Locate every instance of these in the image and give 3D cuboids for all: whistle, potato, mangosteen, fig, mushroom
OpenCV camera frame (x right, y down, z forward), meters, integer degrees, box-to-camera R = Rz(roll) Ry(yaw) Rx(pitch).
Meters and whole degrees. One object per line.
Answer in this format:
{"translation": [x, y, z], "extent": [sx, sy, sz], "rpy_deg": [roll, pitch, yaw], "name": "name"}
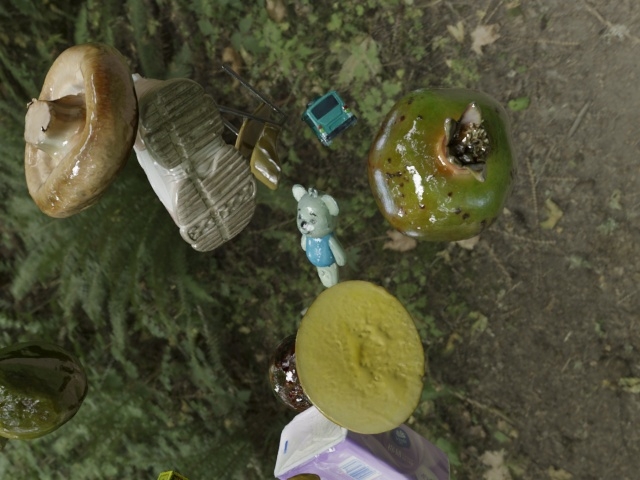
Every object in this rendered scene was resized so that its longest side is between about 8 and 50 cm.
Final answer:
{"translation": [0.000, 0.000, 1.318], "extent": [0.114, 0.077, 0.236], "rpy_deg": [21, 137, 34], "name": "whistle"}
{"translation": [0.044, 0.175, 0.982], "extent": [0.204, 0.178, 0.158], "rpy_deg": [61, 164, 13], "name": "potato"}
{"translation": [-0.021, 0.339, 1.908], "extent": [0.235, 0.261, 0.236], "rpy_deg": [4, 124, 6], "name": "mangosteen"}
{"translation": [-0.392, 0.171, 0.896], "extent": [0.127, 0.132, 0.185], "rpy_deg": [-112, -3, -55], "name": "fig"}
{"translation": [-0.367, -0.168, 1.048], "extent": [0.278, 0.146, 0.278], "rpy_deg": [-16, 68, 45], "name": "mushroom"}

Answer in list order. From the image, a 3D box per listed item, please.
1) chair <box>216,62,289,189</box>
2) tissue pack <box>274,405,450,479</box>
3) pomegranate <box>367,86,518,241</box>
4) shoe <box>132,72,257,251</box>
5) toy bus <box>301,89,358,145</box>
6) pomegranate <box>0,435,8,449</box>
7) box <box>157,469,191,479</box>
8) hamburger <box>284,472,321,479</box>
{"translation": [-0.159, -0.236, 1.527], "extent": [0.246, 0.172, 0.159], "rpy_deg": [28, 143, 6], "name": "chair"}
{"translation": [0.102, 0.504, 1.561], "extent": [0.338, 0.160, 0.242], "rpy_deg": [38, 125, -24], "name": "tissue pack"}
{"translation": [0.238, -0.148, 1.213], "extent": [0.291, 0.290, 0.323], "rpy_deg": [52, 150, -2], "name": "pomegranate"}
{"translation": [-0.247, -0.154, 1.279], "extent": [0.198, 0.171, 0.351], "rpy_deg": [35, 148, 45], "name": "shoe"}
{"translation": [0.013, -0.246, 1.381], "extent": [0.092, 0.079, 0.160], "rpy_deg": [52, -179, -9], "name": "toy bus"}
{"translation": [-0.728, 0.350, 1.488], "extent": [0.159, 0.190, 0.241], "rpy_deg": [11, 146, -6], "name": "pomegranate"}
{"translation": [-0.340, 0.659, 1.583], "extent": [0.141, 0.220, 0.064], "rpy_deg": [39, 139, -25], "name": "box"}
{"translation": [-0.036, 0.459, 1.123], "extent": [0.115, 0.162, 0.162], "rpy_deg": [48, 141, -10], "name": "hamburger"}
